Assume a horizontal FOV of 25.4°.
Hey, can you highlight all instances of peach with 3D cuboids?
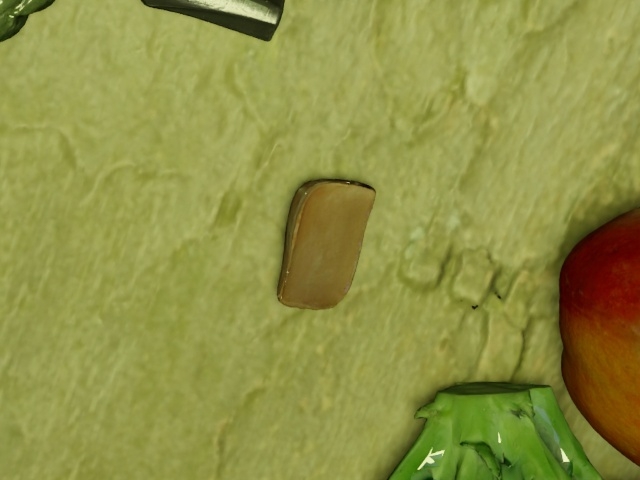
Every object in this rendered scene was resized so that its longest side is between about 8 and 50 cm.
[{"bbox_3d":[0.281,0.073,0.980,0.243,0.243,0.199,36,77,-16],"label":"peach"}]

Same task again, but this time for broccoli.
[{"bbox_3d":[0.125,0.224,1.029,0.269,0.261,0.242,-4,84,32],"label":"broccoli"}]

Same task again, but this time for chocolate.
[{"bbox_3d":[0.000,0.000,1.027,0.064,0.031,0.101,1,112,-27],"label":"chocolate"}]

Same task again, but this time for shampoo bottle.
[{"bbox_3d":[-0.092,-0.174,0.961,0.137,0.027,0.048,19,90,-13],"label":"shampoo bottle"}]

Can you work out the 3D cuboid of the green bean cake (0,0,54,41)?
[{"bbox_3d":[-0.282,-0.183,0.903,0.183,0.094,0.185,-36,104,5],"label":"green bean cake"}]
